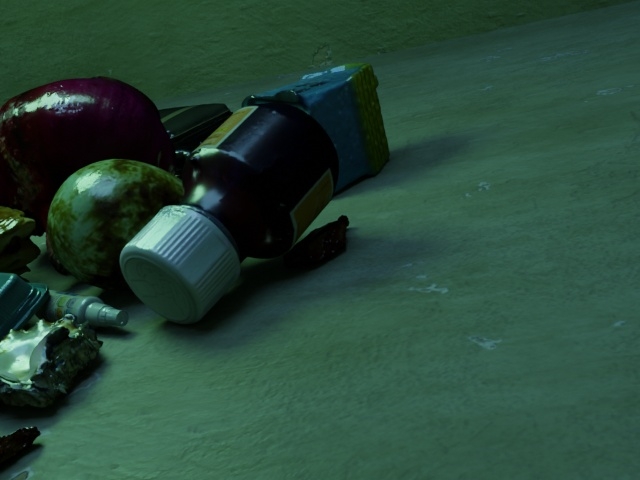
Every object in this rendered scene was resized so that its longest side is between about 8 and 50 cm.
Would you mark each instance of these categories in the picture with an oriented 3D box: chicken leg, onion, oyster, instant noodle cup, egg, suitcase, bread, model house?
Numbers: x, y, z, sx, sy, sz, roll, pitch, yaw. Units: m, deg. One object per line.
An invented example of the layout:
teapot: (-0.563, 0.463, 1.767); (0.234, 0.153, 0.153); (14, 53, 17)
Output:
chicken leg: (-0.430, 0.280, 1.180); (0.145, 0.037, 0.062); (-29, 3, -38)
onion: (-0.503, -0.116, 1.857); (0.398, 0.398, 0.420); (-10, 37, 9)
oyster: (-0.429, 0.178, 1.384); (0.198, 0.092, 0.259); (-21, 12, -18)
instant noodle cup: (-0.571, 0.123, 1.565); (0.157, 0.070, 0.179); (3, 48, 41)
chicken leg: (0.004, 0.000, 1.629); (0.205, 0.053, 0.093); (-26, 9, -40)
egg: (-0.347, -0.028, 1.663); (0.289, 0.238, 0.238); (2, 12, -28)
suitcase: (-0.403, -0.215, 2.258); (0.434, 0.194, 0.283); (-2, 23, 34)
bread: (-0.698, 0.070, 1.726); (0.324, 0.167, 0.277); (-38, 30, -30)
model house: (0.022, -0.252, 2.006); (0.303, 0.237, 0.215); (-26, 23, -31)

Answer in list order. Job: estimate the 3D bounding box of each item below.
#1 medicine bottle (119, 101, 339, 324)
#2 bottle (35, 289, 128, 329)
medicine bottle: (-0.159, -0.051, 1.538); (0.242, 0.242, 0.395); (5, 37, 41)
bottle: (-0.404, 0.122, 1.550); (0.217, 0.060, 0.060); (5, 27, 41)
